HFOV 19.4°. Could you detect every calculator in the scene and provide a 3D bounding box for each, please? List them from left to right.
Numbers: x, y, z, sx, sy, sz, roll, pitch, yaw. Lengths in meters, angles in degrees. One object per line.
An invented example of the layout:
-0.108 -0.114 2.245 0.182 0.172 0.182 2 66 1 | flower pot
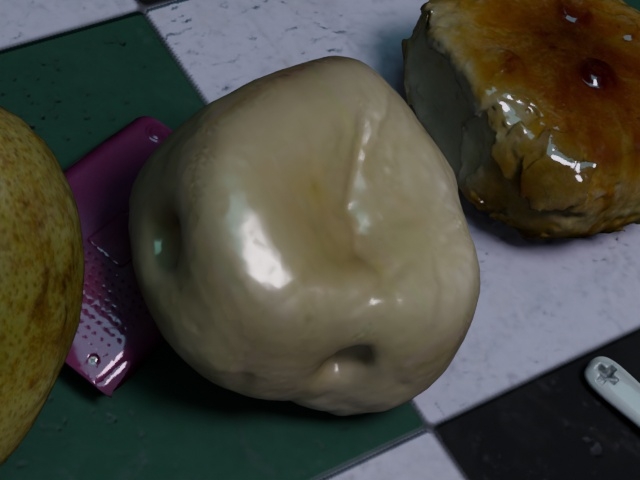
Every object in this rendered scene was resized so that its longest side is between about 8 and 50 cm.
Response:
-0.119 0.001 1.146 0.126 0.034 0.190 38 50 9 | calculator

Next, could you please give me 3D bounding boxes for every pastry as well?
0.159 -0.094 1.284 0.218 0.100 0.229 19 50 -8 | pastry

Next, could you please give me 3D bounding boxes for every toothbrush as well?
0.284 0.180 1.188 0.304 0.030 0.030 42 51 13 | toothbrush

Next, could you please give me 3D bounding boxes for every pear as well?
-0.220 0.019 0.979 0.188 0.228 0.211 -2 25 22 | pear

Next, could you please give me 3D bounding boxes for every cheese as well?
0.000 0.000 1.120 0.218 0.117 0.235 43 49 -9 | cheese
